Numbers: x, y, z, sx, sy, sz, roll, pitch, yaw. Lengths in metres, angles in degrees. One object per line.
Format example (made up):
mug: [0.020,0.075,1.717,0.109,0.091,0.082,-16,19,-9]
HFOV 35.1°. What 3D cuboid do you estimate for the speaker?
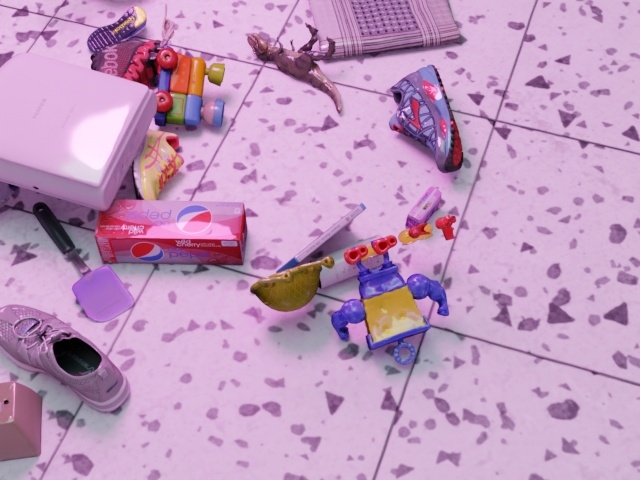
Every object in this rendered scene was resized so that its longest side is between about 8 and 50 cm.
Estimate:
speaker: [0.050,0.038,1.800,0.136,0.055,0.055,-22,56,-13]

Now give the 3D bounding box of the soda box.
soda box: [-0.268,-0.015,1.833,0.263,0.083,0.092,1,54,2]

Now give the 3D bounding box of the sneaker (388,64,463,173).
sneaker: [0.200,-0.221,1.973,0.125,0.104,0.261,-19,50,10]

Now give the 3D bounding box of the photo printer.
photo printer: [-0.485,-0.206,1.842,0.308,0.107,0.256,17,62,8]

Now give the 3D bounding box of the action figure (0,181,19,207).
action figure: [-0.554,-0.159,1.944,0.285,0.099,0.185,-38,54,-27]

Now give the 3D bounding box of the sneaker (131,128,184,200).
sneaker: [-0.307,-0.141,1.923,0.094,0.081,0.208,0,50,-4]

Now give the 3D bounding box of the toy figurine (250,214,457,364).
toy figurine: [0.087,0.113,1.672,0.363,0.191,0.217,-19,89,-6]

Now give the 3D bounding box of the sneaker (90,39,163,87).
sneaker: [-0.418,-0.316,2.038,0.135,0.097,0.276,15,48,15]

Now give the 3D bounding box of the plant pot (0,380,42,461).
plant pot: [-0.512,0.282,1.619,0.109,0.096,0.109,-7,54,-3]

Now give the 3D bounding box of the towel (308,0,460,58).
towel: [0.126,-0.534,2.209,0.312,0.056,0.324,-8,54,-3]

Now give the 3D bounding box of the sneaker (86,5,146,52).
sneaker: [-0.432,-0.444,2.170,0.144,0.059,0.053,-30,89,-1]

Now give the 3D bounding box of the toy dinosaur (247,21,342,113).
toy dinosaur: [-0.025,-0.376,2.084,0.268,0.064,0.118,37,101,23]

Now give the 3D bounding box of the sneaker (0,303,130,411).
sneaker: [-0.437,0.171,1.684,0.281,0.115,0.105,25,59,19]

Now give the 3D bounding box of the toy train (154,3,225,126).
toy train: [-0.254,-0.347,2.019,0.143,0.105,0.248,7,81,-7]

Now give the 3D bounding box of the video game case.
video game case: [0.000,0.000,1.795,0.166,0.119,0.015,-39,90,-23]

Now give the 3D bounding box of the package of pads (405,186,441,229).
package of pads: [0.189,-0.055,1.864,0.032,0.050,0.083,31,61,16]

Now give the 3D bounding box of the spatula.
spatula: [-0.447,0.030,1.838,0.084,0.030,0.296,-33,60,-17]
